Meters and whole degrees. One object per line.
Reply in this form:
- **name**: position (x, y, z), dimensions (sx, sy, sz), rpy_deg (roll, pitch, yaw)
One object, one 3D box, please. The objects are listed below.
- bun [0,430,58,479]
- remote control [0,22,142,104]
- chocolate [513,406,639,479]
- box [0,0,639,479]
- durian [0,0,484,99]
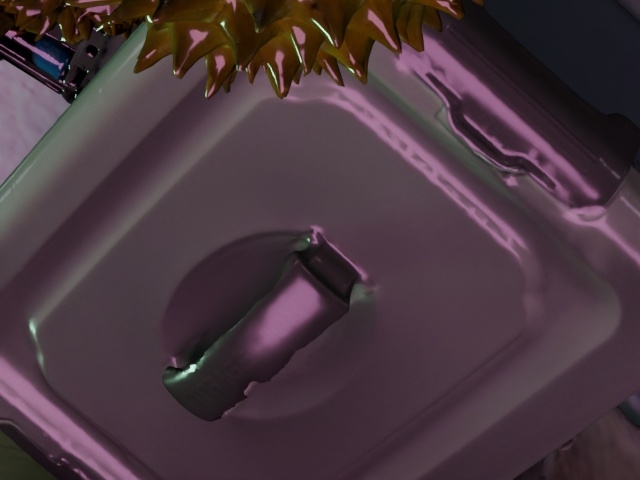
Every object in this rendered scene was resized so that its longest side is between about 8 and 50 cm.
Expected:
- **bun**: position (-0.081, 0.207, 0.686), dimensions (0.361, 0.213, 0.361), rpy_deg (35, 162, 13)
- **remote control**: position (-0.146, -0.113, 0.615), dimensions (0.212, 0.028, 0.059), rpy_deg (31, 133, -1)
- **chocolate**: position (0.067, 0.184, 0.559), dimensions (0.100, 0.303, 0.185), rpy_deg (-24, 111, 28)
- **box**: position (0.000, 0.000, 0.570), dimensions (0.162, 0.130, 0.227), rpy_deg (41, 130, -8)
- **durian**: position (-0.026, -0.124, 0.410), dimensions (0.193, 0.237, 0.138), rpy_deg (47, -178, 31)
